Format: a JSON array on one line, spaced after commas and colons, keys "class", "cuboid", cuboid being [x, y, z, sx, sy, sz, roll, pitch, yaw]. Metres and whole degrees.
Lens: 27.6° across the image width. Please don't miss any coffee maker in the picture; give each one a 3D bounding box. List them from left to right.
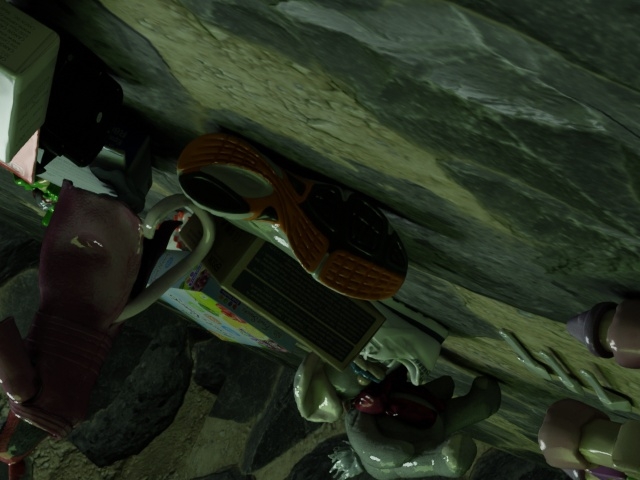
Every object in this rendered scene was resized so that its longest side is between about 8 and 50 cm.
[{"class": "coffee maker", "cuboid": [-0.308, -0.166, 1.282, 0.178, 0.120, 0.171, 19, 145, 26]}]

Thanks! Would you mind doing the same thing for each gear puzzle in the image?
[{"class": "gear puzzle", "cuboid": [-0.036, 0.107, 1.998, 0.339, 0.044, 0.175, 38, -169, 2]}]

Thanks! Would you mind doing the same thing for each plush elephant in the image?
[{"class": "plush elephant", "cuboid": [0.105, 0.253, 2.177, 0.330, 0.272, 0.255, -21, 102, 32]}]

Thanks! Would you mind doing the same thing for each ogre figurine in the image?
[{"class": "ogre figurine", "cuboid": [-0.426, -0.075, 2.086, 0.197, 0.096, 0.118, 1, 145, 42]}]

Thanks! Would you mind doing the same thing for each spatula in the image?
[{"class": "spatula", "cuboid": [0.334, 0.179, 1.775, 0.168, 0.019, 0.242, 26, 172, 28]}]

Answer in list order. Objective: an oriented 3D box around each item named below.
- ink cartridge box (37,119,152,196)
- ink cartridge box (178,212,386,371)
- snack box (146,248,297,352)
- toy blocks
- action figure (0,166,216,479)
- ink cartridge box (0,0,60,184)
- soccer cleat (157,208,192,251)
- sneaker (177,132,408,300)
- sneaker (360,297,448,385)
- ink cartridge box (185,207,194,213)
[{"class": "ink cartridge box", "cuboid": [-0.359, -0.152, 1.562, 0.324, 0.071, 0.330, 26, 166, -2]}, {"class": "ink cartridge box", "cuboid": [-0.051, 0.040, 1.558, 0.193, 0.088, 0.235, 38, -179, -23]}, {"class": "snack box", "cuboid": [-0.142, 0.086, 1.890, 0.174, 0.070, 0.207, 37, 164, -27]}, {"class": "toy blocks", "cuboid": [0.309, 0.238, 1.245, 0.289, 0.308, 0.260, 32, 162, -36]}, {"class": "action figure", "cuboid": [-0.277, 0.116, 1.508, 0.276, 0.370, 0.248, 12, 165, 29]}, {"class": "ink cartridge box", "cuboid": [-0.383, -0.169, 1.162, 0.296, 0.066, 0.261, 32, 148, 2]}, {"class": "soccer cleat", "cuboid": [-0.189, -0.011, 1.949, 0.076, 0.068, 0.196, 6, 176, -22]}, {"class": "sneaker", "cuboid": [-0.025, -0.027, 1.362, 0.262, 0.099, 0.121, 33, 178, -2]}, {"class": "sneaker", "cuboid": [0.071, 0.123, 1.897, 0.235, 0.094, 0.090, 28, 172, -8]}, {"class": "ink cartridge box", "cuboid": [-0.148, -0.041, 1.752, 0.048, 0.028, 0.083, 19, 169, 30]}]
